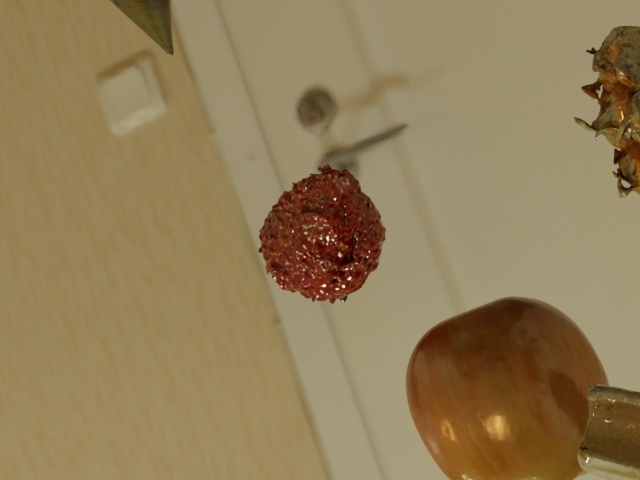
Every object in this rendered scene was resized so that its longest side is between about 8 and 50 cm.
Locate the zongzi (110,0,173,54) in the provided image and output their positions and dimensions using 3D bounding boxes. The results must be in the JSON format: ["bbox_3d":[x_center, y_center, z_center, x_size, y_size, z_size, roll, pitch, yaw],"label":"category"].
[{"bbox_3d":[-0.228,-0.291,1.484,0.094,0.204,0.205,-28,-163,-29],"label":"zongzi"}]

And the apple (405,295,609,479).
[{"bbox_3d":[0.236,0.199,1.705,0.242,0.241,0.242,-18,160,-7],"label":"apple"}]

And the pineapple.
[{"bbox_3d":[0.354,-0.117,1.317,0.186,0.236,0.114,-20,157,-17],"label":"pineapple"}]

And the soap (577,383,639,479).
[{"bbox_3d":[0.354,0.182,1.127,0.258,0.080,0.160,9,171,31],"label":"soap"}]

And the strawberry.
[{"bbox_3d":[0.016,0.002,1.810,0.174,0.098,0.228,20,147,-14],"label":"strawberry"}]
